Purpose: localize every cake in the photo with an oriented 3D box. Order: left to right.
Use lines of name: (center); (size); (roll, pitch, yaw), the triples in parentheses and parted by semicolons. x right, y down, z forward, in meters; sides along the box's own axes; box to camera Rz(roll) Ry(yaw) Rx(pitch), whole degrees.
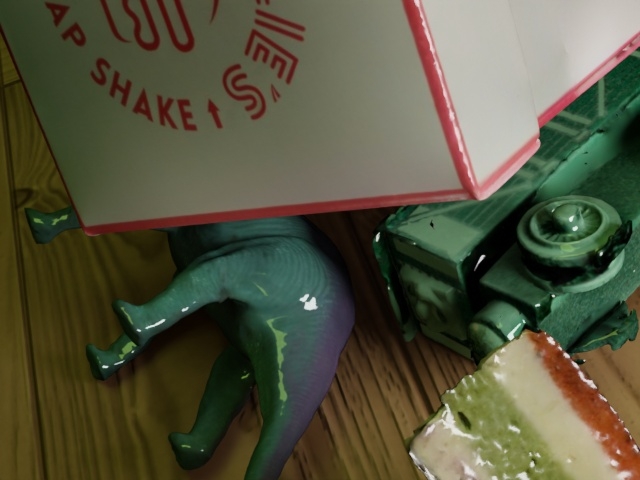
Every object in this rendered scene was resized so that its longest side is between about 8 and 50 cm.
cake: (0.130, 0.144, 0.625); (0.086, 0.220, 0.117); (-40, 51, -4)

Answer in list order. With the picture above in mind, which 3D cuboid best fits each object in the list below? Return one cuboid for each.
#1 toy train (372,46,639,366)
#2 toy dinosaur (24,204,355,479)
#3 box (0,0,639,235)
toy train: (0.165, -0.023, 0.862); (0.269, 0.115, 0.154); (-42, 44, -23)
toy dinosaur: (0.000, 0.000, 0.935); (0.331, 0.129, 0.383); (-27, 41, -21)
box: (-0.005, -0.208, 0.837); (0.312, 0.314, 0.300); (-5, 23, 39)
